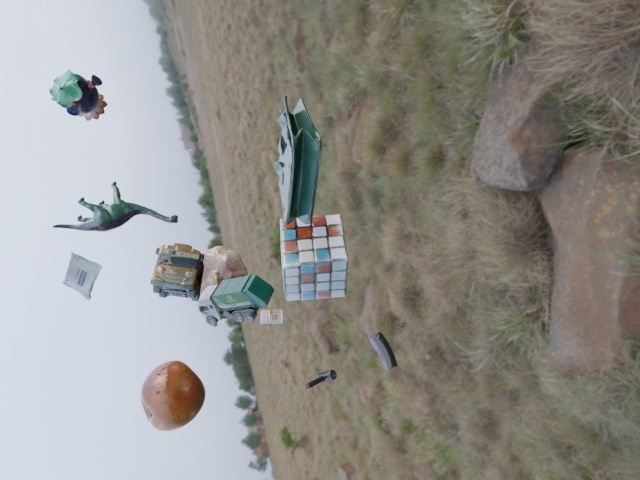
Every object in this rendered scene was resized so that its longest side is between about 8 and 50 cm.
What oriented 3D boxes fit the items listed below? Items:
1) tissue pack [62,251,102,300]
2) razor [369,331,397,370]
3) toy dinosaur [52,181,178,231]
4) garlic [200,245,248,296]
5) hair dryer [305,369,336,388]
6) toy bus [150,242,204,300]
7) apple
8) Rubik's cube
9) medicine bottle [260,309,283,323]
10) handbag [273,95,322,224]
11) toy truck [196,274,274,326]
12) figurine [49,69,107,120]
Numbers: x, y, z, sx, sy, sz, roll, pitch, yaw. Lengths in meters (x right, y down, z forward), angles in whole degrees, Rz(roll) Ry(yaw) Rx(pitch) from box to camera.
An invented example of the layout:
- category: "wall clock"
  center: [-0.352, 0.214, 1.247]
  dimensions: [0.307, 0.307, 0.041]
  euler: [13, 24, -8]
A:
- category: "tissue pack"
  center: [-0.896, 0.132, 1.600]
  dimensions: [0.193, 0.123, 0.026]
  euler: [-55, 4, 32]
- category: "razor"
  center: [0.252, 0.437, 1.684]
  dimensions: [0.147, 0.054, 0.090]
  euler: [62, 166, 14]
- category: "toy dinosaur"
  center: [-0.860, -0.077, 1.836]
  dimensions: [0.331, 0.383, 0.129]
  euler: [34, 140, 5]
- category: "garlic"
  center: [-0.407, 0.152, 1.681]
  dimensions: [0.253, 0.245, 0.244]
  euler: [-99, -3, -84]
- category: "hair dryer"
  center: [-0.004, 0.333, 1.020]
  dimensions: [0.047, 0.083, 0.026]
  euler: [-34, 71, 41]
- category: "toy bus"
  center: [-0.293, 0.069, 0.896]
  dimensions: [0.182, 0.092, 0.103]
  euler: [134, 144, -72]
- category: "apple"
  center: [-0.578, 0.599, 1.647]
  dimensions: [0.253, 0.254, 0.253]
  euler: [166, 90, -76]
- category: "Rubik's cube"
  center: [-0.029, 0.070, 1.728]
  dimensions: [0.258, 0.254, 0.256]
  euler: [88, 176, -50]
- category: "medicine bottle"
  center: [-0.194, 0.304, 1.702]
  dimensions: [0.057, 0.089, 0.057]
  euler: [-179, 90, -81]
- category: "handbag"
  center: [-0.076, -0.223, 1.251]
  dimensions: [0.326, 0.090, 0.238]
  euler: [98, 160, -46]
- category: "toy truck"
  center: [-0.271, 0.189, 1.361]
  dimensions: [0.114, 0.254, 0.124]
  euler: [-68, -38, -53]
- category: "figurine"
  center: [-0.599, -0.365, 1.075]
  dimensions: [0.111, 0.102, 0.195]
  euler: [-62, 13, 1]
